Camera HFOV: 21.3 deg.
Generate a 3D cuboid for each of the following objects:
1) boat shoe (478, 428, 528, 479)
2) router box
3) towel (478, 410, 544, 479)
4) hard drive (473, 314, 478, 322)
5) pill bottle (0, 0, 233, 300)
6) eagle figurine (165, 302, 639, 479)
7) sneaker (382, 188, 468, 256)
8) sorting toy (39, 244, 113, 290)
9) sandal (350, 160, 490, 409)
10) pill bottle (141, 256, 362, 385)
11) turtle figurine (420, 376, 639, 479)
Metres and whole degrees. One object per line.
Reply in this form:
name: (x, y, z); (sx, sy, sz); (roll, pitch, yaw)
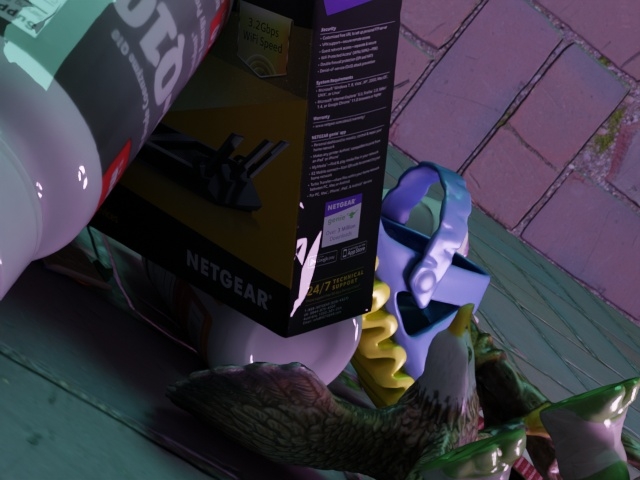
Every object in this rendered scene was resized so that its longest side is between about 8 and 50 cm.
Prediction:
boat shoe: (0.170, 0.227, 1.368); (0.207, 0.073, 0.073); (39, 8, -7)
router box: (-0.085, -0.105, 1.157); (0.081, 0.243, 0.309); (-15, 30, -40)
towel: (0.164, 0.185, 1.658); (0.237, 0.037, 0.329); (43, 12, 11)
hard drive: (0.041, 0.003, 2.026); (0.307, 0.040, 0.203); (42, 10, 20)
pill bottle: (-0.171, -0.090, 0.952); (0.161, 0.161, 0.283); (37, 46, -9)
eagle figurine: (0.054, 0.141, 1.129); (0.226, 0.225, 0.298); (-4, 15, 40)
sneaker: (0.000, 0.000, 1.534); (0.152, 0.114, 0.305); (22, -12, -39)
sorting toy: (-0.174, 0.019, 1.221); (0.083, 0.012, 0.062); (25, 11, -42)
sandal: (0.083, 0.059, 1.392); (0.126, 0.138, 0.317); (49, -17, 51)
pill bottle: (-0.064, 0.021, 1.296); (0.121, 0.121, 0.216); (31, 13, -38)
turtle figurine: (0.180, 0.216, 0.915); (0.275, 0.198, 0.266); (13, 54, -84)
